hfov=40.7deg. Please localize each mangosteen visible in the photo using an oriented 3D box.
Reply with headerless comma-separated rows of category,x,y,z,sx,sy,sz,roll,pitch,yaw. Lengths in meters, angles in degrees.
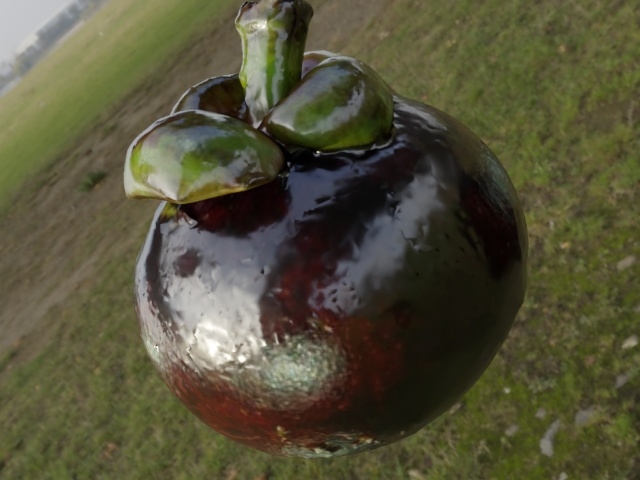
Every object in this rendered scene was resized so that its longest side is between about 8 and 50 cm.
mangosteen,0.004,0.010,0.676,0.330,0.330,0.330,-35,21,16
